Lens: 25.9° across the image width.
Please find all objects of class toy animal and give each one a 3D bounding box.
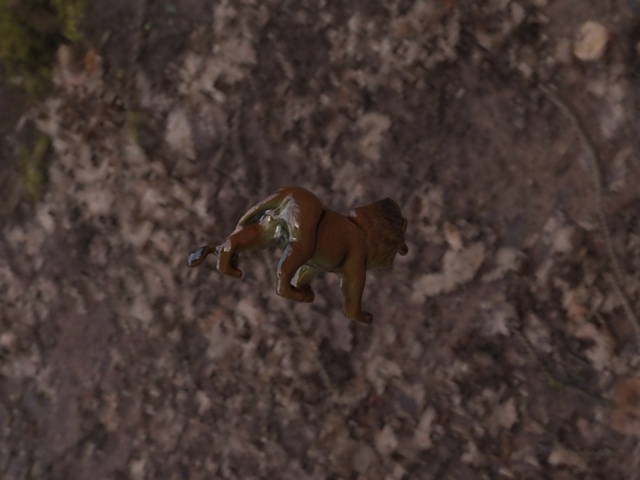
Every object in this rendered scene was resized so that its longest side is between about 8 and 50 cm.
[{"bbox_3d":[0.000,0.000,1.616,0.097,0.312,0.158,19,88,39],"label":"toy animal"}]
